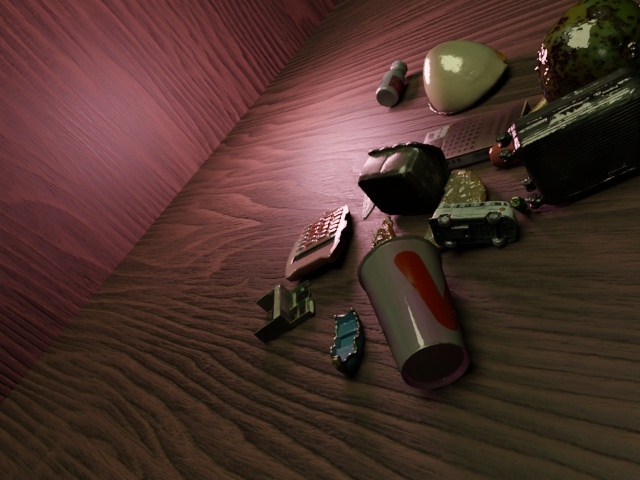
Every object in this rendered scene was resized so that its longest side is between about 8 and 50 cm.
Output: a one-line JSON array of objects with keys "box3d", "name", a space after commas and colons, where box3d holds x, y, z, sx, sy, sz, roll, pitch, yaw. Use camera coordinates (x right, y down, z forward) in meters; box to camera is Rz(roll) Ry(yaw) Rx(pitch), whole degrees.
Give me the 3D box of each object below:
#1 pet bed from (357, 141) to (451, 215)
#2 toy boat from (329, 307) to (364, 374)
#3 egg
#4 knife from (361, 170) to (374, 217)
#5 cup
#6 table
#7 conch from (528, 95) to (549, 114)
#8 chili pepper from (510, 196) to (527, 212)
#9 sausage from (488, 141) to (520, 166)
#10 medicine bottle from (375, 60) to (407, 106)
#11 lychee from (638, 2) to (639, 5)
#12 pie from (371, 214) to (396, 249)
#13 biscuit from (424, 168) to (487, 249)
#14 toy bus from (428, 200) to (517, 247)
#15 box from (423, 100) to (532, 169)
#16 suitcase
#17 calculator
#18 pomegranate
[{"box3d": [0.234, -0.183, 1.616, 0.211, 0.183, 0.159, -2, 51, 52], "name": "pet bed"}, {"box3d": [0.055, 0.237, 1.360, 0.075, 0.077, 0.185, -27, 31, 25], "name": "toy boat"}, {"box3d": [0.446, -0.553, 1.887, 0.264, 0.174, 0.286, -50, 32, -7], "name": "egg"}, {"box3d": [0.157, -0.159, 1.854, 0.058, 0.032, 0.244, -20, 38, 21], "name": "knife"}, {"box3d": [0.199, 0.152, 1.208, 0.203, 0.203, 0.288, -33, 35, 17], "name": "cup"}, {"box3d": [-0.105, 0.190, 1.650, 0.175, 0.062, 0.146, -36, 28, 17], "name": "table"}, {"box3d": [0.678, -0.457, 1.539, 0.330, 0.093, 0.109, -37, 35, 12], "name": "conch"}, {"box3d": [0.453, -0.080, 1.315, 0.034, 0.091, 0.030, 41, 107, 27], "name": "chili pepper"}, {"box3d": [0.501, -0.229, 1.472, 0.154, 0.062, 0.062, -14, 39, 42], "name": "sausage"}, {"box3d": [0.284, -0.616, 2.269, 0.090, 0.090, 0.216, -16, 37, 40], "name": "medicine bottle"}, {"box3d": [0.827, -0.516, 1.342, 0.194, 0.194, 0.194, -31, 30, 20], "name": "lychee"}, {"box3d": [0.174, 0.016, 1.572, 0.088, 0.033, 0.191, -36, 33, 25], "name": "pie"}, {"box3d": [0.355, -0.081, 1.473, 0.141, 0.038, 0.290, -8, 44, 46], "name": "biscuit"}, {"box3d": [0.355, -0.041, 1.337, 0.194, 0.087, 0.089, -3, 40, 30], "name": "toy bus"}, {"box3d": [0.427, -0.285, 1.664, 0.325, 0.047, 0.180, -11, 40, 43], "name": "box"}, {"box3d": [0.553, -0.211, 1.231, 0.312, 0.202, 0.128, -26, 32, 29], "name": "suitcase"}, {"box3d": [0.000, 0.000, 1.792, 0.220, 0.048, 0.329, -28, 24, 27], "name": "calculator"}, {"box3d": [0.626, -0.410, 1.371, 0.285, 0.285, 0.341, -42, 11, -1], "name": "pomegranate"}]
